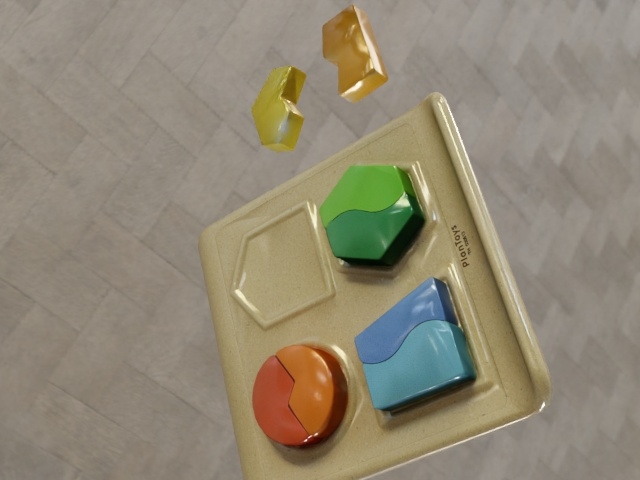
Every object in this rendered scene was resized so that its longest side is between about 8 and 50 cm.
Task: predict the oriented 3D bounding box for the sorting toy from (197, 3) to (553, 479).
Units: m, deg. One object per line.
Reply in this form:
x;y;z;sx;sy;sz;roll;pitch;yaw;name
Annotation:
0.000;0.000;0.553;0.041;0.229;0.307;20;47;-50;sorting toy
